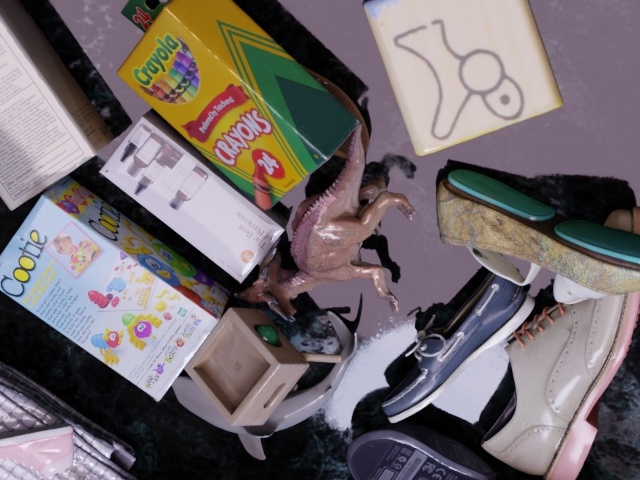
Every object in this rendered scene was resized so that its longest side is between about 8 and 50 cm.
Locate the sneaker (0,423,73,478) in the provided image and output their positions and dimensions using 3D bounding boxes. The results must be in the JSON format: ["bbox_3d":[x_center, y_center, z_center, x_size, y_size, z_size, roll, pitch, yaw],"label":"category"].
[{"bbox_3d":[-0.389,0.286,1.873,0.134,0.051,0.070,-8,96,-7],"label":"sneaker"}]

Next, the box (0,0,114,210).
[{"bbox_3d":[-0.418,-0.212,1.826,0.148,0.121,0.311,-30,100,11],"label":"box"}]

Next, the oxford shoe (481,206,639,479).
[{"bbox_3d":[0.322,0.133,1.858,0.146,0.140,0.397,18,103,6],"label":"oxford shoe"}]

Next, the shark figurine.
[{"bbox_3d":[-0.051,0.221,1.918,0.278,0.116,0.166,-22,103,11],"label":"shark figurine"}]

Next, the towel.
[{"bbox_3d":[-0.421,0.323,1.966,0.283,0.121,0.235,35,97,-9],"label":"towel"}]

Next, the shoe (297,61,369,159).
[{"bbox_3d":[-0.027,-0.185,1.846,0.219,0.058,0.076,42,71,-11],"label":"shoe"}]

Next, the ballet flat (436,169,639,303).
[{"bbox_3d":[0.289,0.014,1.779,0.348,0.123,0.123,24,108,35],"label":"ballet flat"}]

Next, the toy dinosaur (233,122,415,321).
[{"bbox_3d":[0.000,0.000,1.809,0.200,0.127,0.296,-7,133,-18],"label":"toy dinosaur"}]

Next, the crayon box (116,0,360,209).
[{"bbox_3d":[-0.126,-0.197,1.774,0.318,0.202,0.081,43,61,-6],"label":"crayon box"}]

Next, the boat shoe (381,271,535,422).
[{"bbox_3d":[0.169,0.139,1.889,0.254,0.095,0.079,-42,99,11],"label":"boat shoe"}]

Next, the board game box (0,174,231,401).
[{"bbox_3d":[-0.275,0.059,1.875,0.275,0.142,0.144,36,103,-6],"label":"board game box"}]

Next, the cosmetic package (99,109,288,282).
[{"bbox_3d":[-0.166,-0.057,1.880,0.239,0.060,0.099,38,105,-6],"label":"cosmetic package"}]

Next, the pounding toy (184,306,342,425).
[{"bbox_3d":[-0.074,0.160,1.850,0.130,0.100,0.141,47,110,27],"label":"pounding toy"}]

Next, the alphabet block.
[{"bbox_3d":[0.172,-0.238,1.743,0.192,0.193,0.197,-18,102,10],"label":"alphabet block"}]

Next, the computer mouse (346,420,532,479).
[{"bbox_3d":[0.160,0.328,1.949,0.272,0.072,0.188,31,122,-9],"label":"computer mouse"}]
